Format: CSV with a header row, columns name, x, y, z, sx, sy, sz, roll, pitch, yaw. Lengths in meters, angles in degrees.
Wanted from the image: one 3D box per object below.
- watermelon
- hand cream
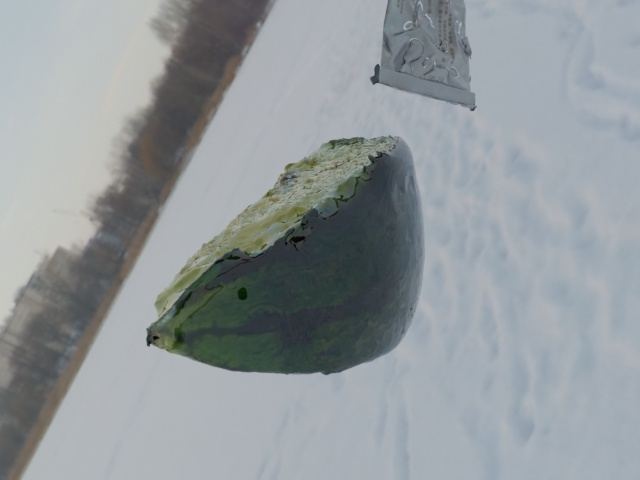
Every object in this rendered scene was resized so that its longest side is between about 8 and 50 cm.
name,x,y,z,sx,sy,sz,roll,pitch,yaw
watermelon,0.000,0.000,0.581,0.301,0.129,0.123,-49,-44,-64
hand cream,0.056,-0.212,0.616,0.050,0.084,0.256,-29,63,48
